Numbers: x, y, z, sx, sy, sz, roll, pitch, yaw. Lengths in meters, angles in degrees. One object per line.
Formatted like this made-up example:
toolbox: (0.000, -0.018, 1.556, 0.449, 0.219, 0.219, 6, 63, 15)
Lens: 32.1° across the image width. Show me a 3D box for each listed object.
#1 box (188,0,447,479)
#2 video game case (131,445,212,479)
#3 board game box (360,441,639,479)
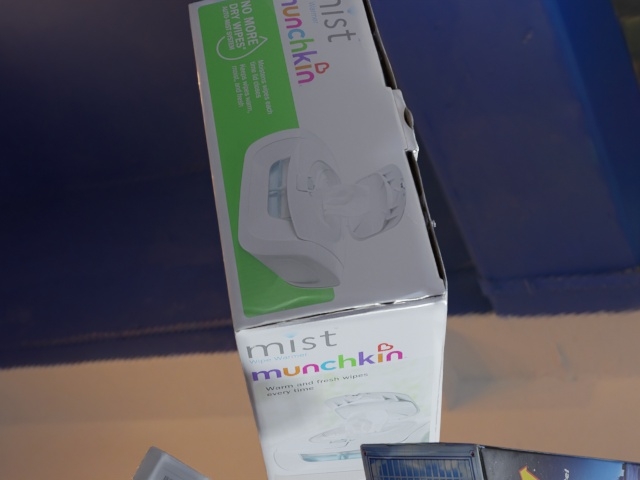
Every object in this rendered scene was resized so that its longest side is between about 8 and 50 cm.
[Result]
box: (0.000, 0.000, 0.751, 0.127, 0.231, 0.262, -10, -124, -2)
video game case: (-0.069, 0.153, 0.442, 0.011, 0.087, 0.122, 14, -111, 41)
board game box: (0.086, 0.162, 0.465, 0.060, 0.194, 0.194, -10, -122, 40)
